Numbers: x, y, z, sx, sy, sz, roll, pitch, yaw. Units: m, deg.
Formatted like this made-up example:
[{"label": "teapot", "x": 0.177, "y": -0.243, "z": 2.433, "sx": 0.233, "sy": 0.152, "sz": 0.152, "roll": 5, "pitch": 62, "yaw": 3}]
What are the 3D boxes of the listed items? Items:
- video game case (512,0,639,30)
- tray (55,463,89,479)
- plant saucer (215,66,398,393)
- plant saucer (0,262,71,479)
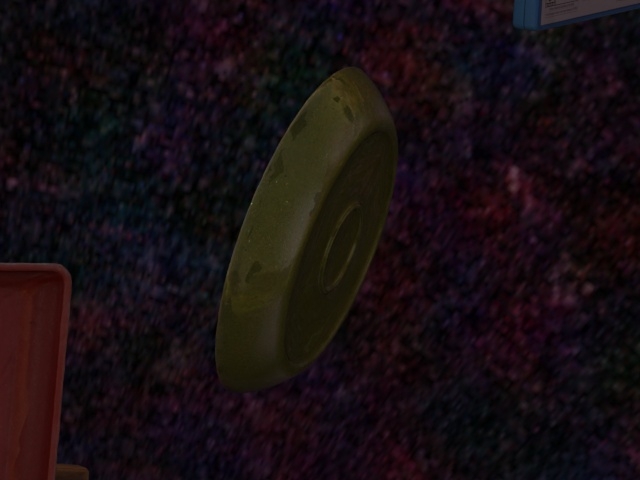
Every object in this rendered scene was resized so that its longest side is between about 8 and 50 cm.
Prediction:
[{"label": "video game case", "x": 0.128, "y": -0.186, "z": 0.792, "sx": 0.015, "sy": 0.166, "sz": 0.119, "roll": 13, "pitch": 20, "yaw": 35}, {"label": "tray", "x": -0.399, "y": 0.267, "z": 1.349, "sx": 0.411, "sy": 0.076, "sz": 0.203, "roll": 6, "pitch": 84, "yaw": -16}, {"label": "plant saucer", "x": 0.000, "y": 0.000, "z": 1.178, "sx": 0.037, "sy": 0.241, "sz": 0.241, "roll": 22, "pitch": 56, "yaw": 17}, {"label": "plant saucer", "x": -0.296, "y": 0.134, "z": 1.074, "sx": 0.259, "sy": 0.048, "sz": 0.258, "roll": 1, "pitch": 102, "yaw": -26}]
